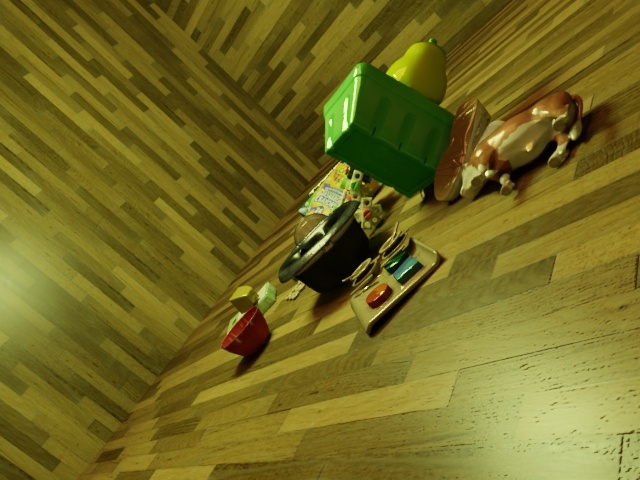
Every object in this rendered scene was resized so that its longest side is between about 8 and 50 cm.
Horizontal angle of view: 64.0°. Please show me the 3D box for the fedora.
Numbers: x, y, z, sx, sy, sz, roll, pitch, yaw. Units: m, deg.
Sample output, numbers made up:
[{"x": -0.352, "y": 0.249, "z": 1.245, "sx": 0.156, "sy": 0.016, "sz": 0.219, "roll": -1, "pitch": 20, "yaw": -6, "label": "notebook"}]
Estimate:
[{"x": 0.032, "y": 0.038, "z": 1.518, "sx": 0.334, "sy": 0.152, "sz": 0.334, "roll": -42, "pitch": 10, "yaw": 9, "label": "fedora"}]

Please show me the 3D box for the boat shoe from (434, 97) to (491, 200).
[{"x": 0.372, "y": -0.216, "z": 1.291, "sx": 0.098, "sy": 0.096, "sz": 0.277, "roll": 7, "pitch": 75, "yaw": 63, "label": "boat shoe"}]

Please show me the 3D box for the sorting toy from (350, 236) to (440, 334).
[{"x": 0.150, "y": 0.082, "z": 1.204, "sx": 0.229, "sy": 0.041, "sz": 0.307, "roll": -47, "pitch": 11, "yaw": 2, "label": "sorting toy"}]

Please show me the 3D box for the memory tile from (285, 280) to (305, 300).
[{"x": -0.069, "y": 0.158, "z": 1.859, "sx": 0.148, "sy": 0.012, "sz": 0.113, "roll": -51, "pitch": 11, "yaw": -20, "label": "memory tile"}]

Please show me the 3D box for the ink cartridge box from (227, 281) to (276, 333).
[{"x": -0.279, "y": 0.288, "z": 2.097, "sx": 0.235, "sy": 0.056, "sz": 0.171, "roll": -48, "pitch": 11, "yaw": 5, "label": "ink cartridge box"}]

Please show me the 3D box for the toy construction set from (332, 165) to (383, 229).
[{"x": 0.119, "y": -0.141, "z": 1.754, "sx": 0.327, "sy": 0.151, "sz": 0.215, "roll": -139, "pitch": 65, "yaw": -78, "label": "toy construction set"}]

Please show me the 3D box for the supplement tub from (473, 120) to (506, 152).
[{"x": 0.412, "y": -0.228, "z": 1.220, "sx": 0.107, "sy": 0.071, "sz": 0.071, "roll": -55, "pitch": 13, "yaw": -32, "label": "supplement tub"}]

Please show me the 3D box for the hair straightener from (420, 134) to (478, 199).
[{"x": 0.363, "y": -0.202, "z": 1.421, "sx": 0.230, "sy": 0.047, "sz": 0.089, "roll": -48, "pitch": 9, "yaw": 23, "label": "hair straightener"}]

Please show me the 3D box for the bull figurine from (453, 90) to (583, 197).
[{"x": 0.394, "y": -0.182, "z": 1.055, "sx": 0.310, "sy": 0.101, "sz": 0.188, "roll": -42, "pitch": 15, "yaw": 35, "label": "bull figurine"}]

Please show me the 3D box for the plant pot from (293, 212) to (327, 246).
[{"x": 0.000, "y": 0.000, "z": 1.804, "sx": 0.167, "sy": 0.167, "sz": 0.165, "roll": -47, "pitch": 18, "yaw": 2, "label": "plant pot"}]

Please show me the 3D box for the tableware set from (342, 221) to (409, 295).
[{"x": 0.135, "y": 0.039, "z": 1.256, "sx": 0.194, "sy": 0.039, "sz": 0.128, "roll": -46, "pitch": 5, "yaw": 25, "label": "tableware set"}]

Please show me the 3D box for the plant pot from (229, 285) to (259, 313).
[{"x": -0.292, "y": 0.228, "z": 2.022, "sx": 0.083, "sy": 0.081, "sz": 0.082, "roll": -24, "pitch": 23, "yaw": 39, "label": "plant pot"}]

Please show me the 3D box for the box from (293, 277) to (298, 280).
[{"x": -0.089, "y": 0.102, "z": 2.063, "sx": 0.105, "sy": 0.043, "sz": 0.179, "roll": -49, "pitch": 13, "yaw": -6, "label": "box"}]

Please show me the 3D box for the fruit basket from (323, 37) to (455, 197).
[{"x": 0.221, "y": -0.362, "z": 1.422, "sx": 0.392, "sy": 0.392, "sz": 0.283, "roll": -54, "pitch": 8, "yaw": -31, "label": "fruit basket"}]

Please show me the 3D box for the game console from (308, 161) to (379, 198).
[{"x": 0.103, "y": -0.221, "z": 2.161, "sx": 0.293, "sy": 0.250, "sz": 0.173, "roll": -46, "pitch": -16, "yaw": 5, "label": "game console"}]

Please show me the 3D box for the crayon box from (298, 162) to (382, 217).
[{"x": 0.089, "y": -0.183, "z": 2.037, "sx": 0.323, "sy": 0.083, "sz": 0.203, "roll": -49, "pitch": 42, "yaw": -10, "label": "crayon box"}]

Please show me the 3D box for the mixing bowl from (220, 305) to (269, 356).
[{"x": -0.237, "y": 0.318, "z": 1.711, "sx": 0.181, "sy": 0.098, "sz": 0.181, "roll": -45, "pitch": 12, "yaw": 12, "label": "mixing bowl"}]
